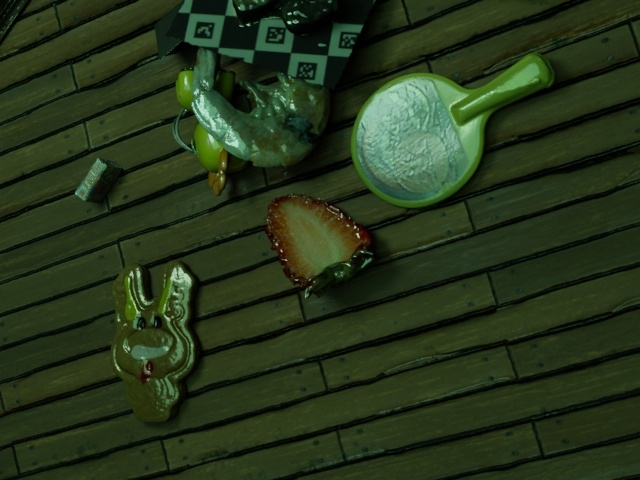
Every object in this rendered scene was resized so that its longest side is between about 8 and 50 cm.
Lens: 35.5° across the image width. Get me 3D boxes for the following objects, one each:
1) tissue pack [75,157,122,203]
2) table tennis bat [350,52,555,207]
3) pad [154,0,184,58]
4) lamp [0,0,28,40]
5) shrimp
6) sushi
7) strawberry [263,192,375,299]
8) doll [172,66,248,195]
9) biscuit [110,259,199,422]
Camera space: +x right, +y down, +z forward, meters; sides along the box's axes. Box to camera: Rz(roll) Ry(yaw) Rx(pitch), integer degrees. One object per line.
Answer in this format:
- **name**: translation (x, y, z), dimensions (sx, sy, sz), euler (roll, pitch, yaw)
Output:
- **tissue pack**: translation (-0.418, -0.112, 1.885), dimensions (0.035, 0.063, 0.083), euler (39, 100, 16)
- **table tennis bat**: translation (0.215, -0.196, 1.655), dimensions (0.369, 0.054, 0.224), euler (-27, 79, 21)
- **pad**: translation (-0.220, -0.425, 1.814), dimensions (0.211, 0.003, 0.143), euler (-36, 38, 16)
- **lamp**: translation (-0.698, -0.405, 1.996), dimensions (0.089, 0.090, 0.325), euler (43, 101, 18)
- **shrimp**: translation (-0.106, -0.294, 1.728), dimensions (0.247, 0.085, 0.360), euler (-6, 76, -10)
- **sushi**: translation (-0.059, -0.454, 1.691), dimensions (0.320, 0.069, 0.339), euler (22, 76, 14)
- **strawberry**: translation (0.002, 0.004, 1.720), dimensions (0.167, 0.087, 0.208), euler (-24, 52, -2)
- **doll**: translation (-0.188, -0.191, 1.769), dimensions (0.135, 0.143, 0.220), euler (-4, 83, -18)
- **biscuit**: translation (-0.305, 0.185, 1.837), dimensions (0.186, 0.044, 0.295), euler (-7, 84, 23)
